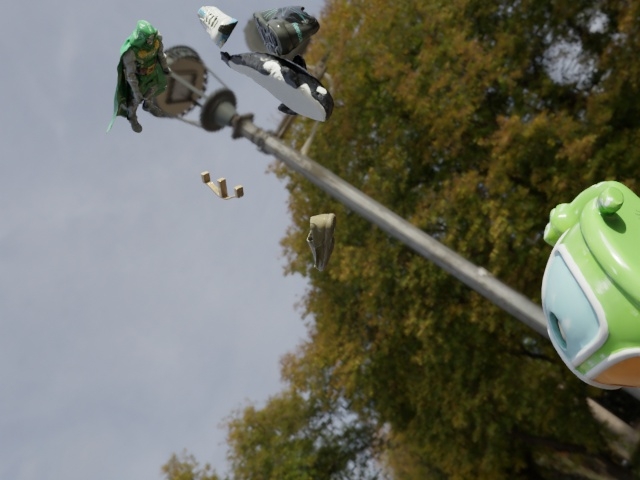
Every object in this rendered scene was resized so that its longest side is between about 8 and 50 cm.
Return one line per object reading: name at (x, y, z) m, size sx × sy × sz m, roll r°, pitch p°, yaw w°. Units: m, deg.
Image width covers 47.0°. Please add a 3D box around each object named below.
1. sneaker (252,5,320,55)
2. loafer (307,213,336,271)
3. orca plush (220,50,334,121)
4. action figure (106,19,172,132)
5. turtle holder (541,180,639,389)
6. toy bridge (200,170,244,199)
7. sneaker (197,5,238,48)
sneaker at (-0.078, -0.477, 1.661) m, size 0.106 × 0.267 × 0.101 m, roll -27°, pitch -61°, yaw -5°
loafer at (0.000, 0.000, 1.453) m, size 0.056 × 0.050 × 0.148 m, roll -66°, pitch -12°, yaw -46°
orca plush at (-0.079, -0.369, 1.647) m, size 0.102 × 0.287 × 0.151 m, roll -52°, pitch -31°, yaw -23°
action figure at (-0.281, -0.262, 1.162) m, size 0.137 × 0.063 × 0.232 m, roll -50°, pitch -6°, yaw -27°
turtle holder at (0.402, 0.055, 1.001) m, size 0.243 × 0.320 × 0.227 m, roll -11°, pitch -39°, yaw -42°
toy bridge at (-0.304, -0.162, 2.279) m, size 0.026 × 0.188 × 0.063 m, roll -30°, pitch -52°, yaw -36°
sneaker at (-0.229, -0.467, 1.585) m, size 0.083 × 0.190 × 0.071 m, roll 34°, pitch -81°, yaw -19°
